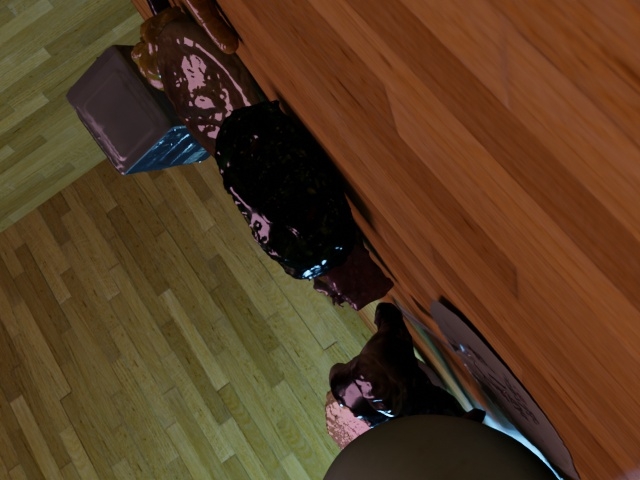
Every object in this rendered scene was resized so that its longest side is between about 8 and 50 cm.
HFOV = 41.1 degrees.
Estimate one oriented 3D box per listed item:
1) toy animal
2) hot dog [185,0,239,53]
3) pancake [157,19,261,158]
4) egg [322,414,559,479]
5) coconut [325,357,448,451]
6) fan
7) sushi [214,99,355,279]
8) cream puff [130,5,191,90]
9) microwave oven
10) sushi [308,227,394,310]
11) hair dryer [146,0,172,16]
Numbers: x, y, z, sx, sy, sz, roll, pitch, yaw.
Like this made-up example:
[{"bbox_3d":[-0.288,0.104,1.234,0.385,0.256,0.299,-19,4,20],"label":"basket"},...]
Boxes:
[{"bbox_3d":[0.151,0.289,1.349,0.344,0.194,0.302,49,-177,-1],"label":"toy animal"},{"bbox_3d":[-0.141,-0.279,1.003,0.137,0.028,0.044,57,-157,-11],"label":"hot dog"},{"bbox_3d":[-0.163,-0.205,1.249,0.242,0.050,0.242,37,151,25],"label":"pancake"},{"bbox_3d":[0.150,0.358,1.065,0.276,0.276,0.389,55,152,-13],"label":"egg"},{"bbox_3d":[0.145,0.338,1.707,0.233,0.245,0.233,20,123,34],"label":"coconut"},{"bbox_3d":[0.168,0.133,0.993,0.233,0.012,0.415,56,174,-21],"label":"fan"},{"bbox_3d":[-0.043,-0.062,1.042,0.225,0.124,0.127,59,178,15],"label":"sushi"},{"bbox_3d":[-0.251,-0.313,1.436,0.156,0.121,0.156,52,174,7],"label":"cream puff"},{"bbox_3d":[-0.340,-0.268,1.771,0.237,0.181,0.295,54,-156,5],"label":"microwave oven"},{"bbox_3d":[-0.008,-0.012,1.233,0.241,0.107,0.161,41,170,40],"label":"sushi"},{"bbox_3d":[-0.270,-0.373,1.562,0.197,0.089,0.251,51,170,52],"label":"hair dryer"}]
